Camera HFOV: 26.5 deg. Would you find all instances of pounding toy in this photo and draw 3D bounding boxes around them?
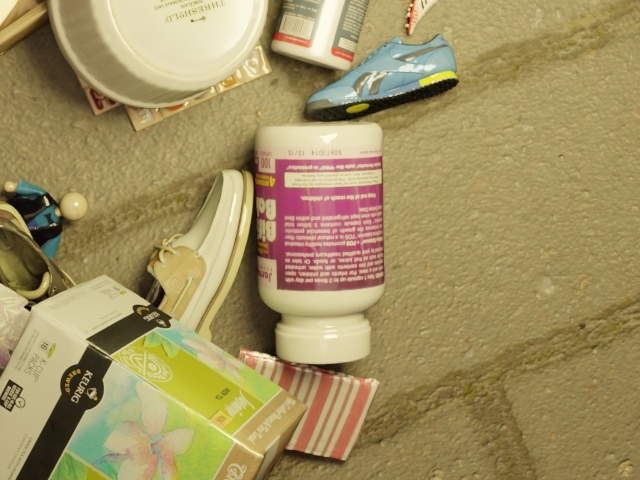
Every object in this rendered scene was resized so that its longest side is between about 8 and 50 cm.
[{"bbox_3d":[-0.377,-0.365,1.702,0.206,0.094,0.181,-37,95,-11],"label":"pounding toy"}]

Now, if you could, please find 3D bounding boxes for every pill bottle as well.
[{"bbox_3d":[0.011,-0.316,1.747,0.108,0.108,0.180,16,94,-9],"label":"pill bottle"},{"bbox_3d":[0.000,0.000,1.752,0.169,0.169,0.301,-2,96,-7],"label":"pill bottle"}]

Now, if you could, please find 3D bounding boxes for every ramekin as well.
[{"bbox_3d":[-0.187,-0.299,1.660,0.273,0.127,0.273,-2,95,-30],"label":"ramekin"}]

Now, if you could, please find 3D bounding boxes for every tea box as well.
[{"bbox_3d":[-0.246,0.275,1.658,0.323,0.220,0.329,31,105,7],"label":"tea box"}]

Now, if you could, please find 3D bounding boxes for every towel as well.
[{"bbox_3d":[-0.033,0.218,1.817,0.197,0.029,0.144,14,124,-11],"label":"towel"}]

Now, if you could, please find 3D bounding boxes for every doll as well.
[{"bbox_3d":[-0.390,-0.013,1.760,0.189,0.046,0.129,-24,109,-6],"label":"doll"}]

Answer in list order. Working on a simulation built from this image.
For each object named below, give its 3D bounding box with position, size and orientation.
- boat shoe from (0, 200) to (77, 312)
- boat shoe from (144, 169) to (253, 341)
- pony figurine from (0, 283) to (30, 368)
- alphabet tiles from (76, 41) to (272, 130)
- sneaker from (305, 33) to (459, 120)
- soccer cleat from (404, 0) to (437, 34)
[{"bbox_3d":[-0.367,0.053,1.728,0.080,0.073,0.223,-29,120,-1],"label":"boat shoe"},{"bbox_3d":[-0.173,0.044,1.763,0.103,0.113,0.302,18,95,-15],"label":"boat shoe"},{"bbox_3d":[-0.552,0.124,1.619,0.303,0.363,0.351,-40,109,14],"label":"pony figurine"},{"bbox_3d":[-0.209,-0.264,1.773,0.237,0.009,0.198,-25,100,-5],"label":"alphabet tiles"},{"bbox_3d":[0.075,-0.217,1.795,0.209,0.069,0.082,-16,79,-3],"label":"sneaker"},{"bbox_3d":[0.135,-0.311,1.805,0.035,0.029,0.083,14,90,-5],"label":"soccer cleat"}]
